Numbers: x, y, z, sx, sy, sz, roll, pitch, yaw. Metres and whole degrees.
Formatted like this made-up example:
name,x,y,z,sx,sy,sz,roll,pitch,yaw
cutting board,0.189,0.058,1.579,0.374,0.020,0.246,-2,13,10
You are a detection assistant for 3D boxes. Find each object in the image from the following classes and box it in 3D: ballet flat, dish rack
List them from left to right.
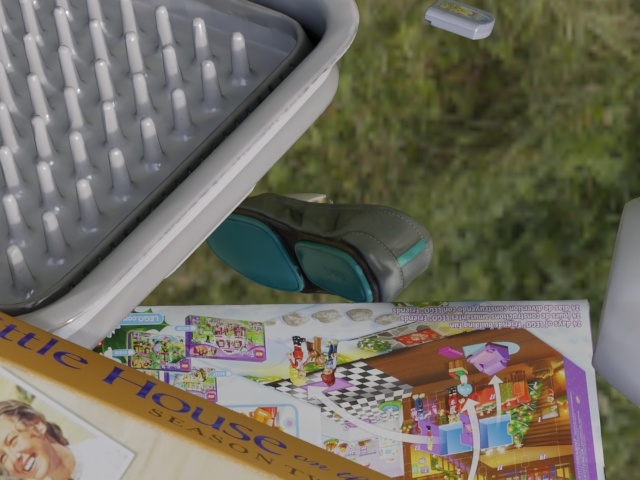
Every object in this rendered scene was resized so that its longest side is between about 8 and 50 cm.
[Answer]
name,x,y,z,sx,sy,sz,roll,pitch,yaw
dish rack,-0.172,-0.063,0.921,0.333,0.285,0.072,21,141,30
ballet flat,0.000,0.000,1.226,0.213,0.068,0.072,14,135,55

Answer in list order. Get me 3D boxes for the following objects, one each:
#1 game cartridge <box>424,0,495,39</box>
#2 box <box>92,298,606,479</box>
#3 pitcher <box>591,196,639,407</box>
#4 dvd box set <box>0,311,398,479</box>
name,x,y,z,sx,sy,sz,roll,pitch,yaw
game cartridge,0.124,-0.195,1.599,0.056,0.083,0.017,24,109,6
box,0.012,0.136,1.024,0.293,0.201,0.057,0,156,-4
pitcher,0.243,0.042,0.895,0.207,0.125,0.178,12,-178,8
dvd box set,-0.100,0.203,0.712,0.420,0.062,0.307,22,101,2
